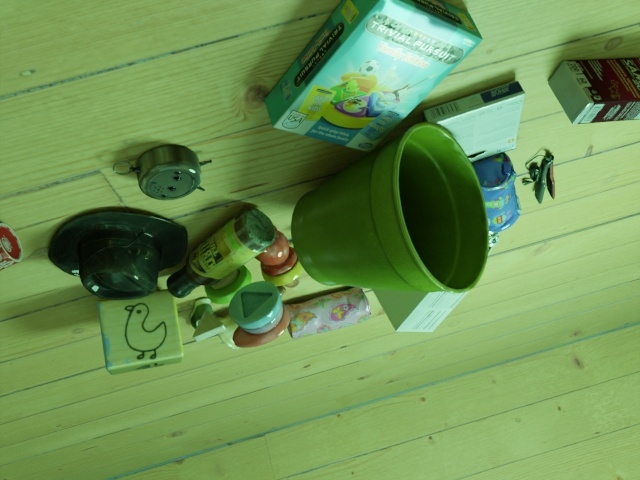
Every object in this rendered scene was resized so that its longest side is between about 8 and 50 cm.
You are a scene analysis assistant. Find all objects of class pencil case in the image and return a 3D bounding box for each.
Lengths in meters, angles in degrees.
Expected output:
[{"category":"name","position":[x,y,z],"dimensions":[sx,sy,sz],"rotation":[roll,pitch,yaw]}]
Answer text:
[{"category":"pencil case","position":[0.459,-0.126,1.731],"dimensions":[0.133,0.119,0.306],"rotation":[0,158,20]},{"category":"pencil case","position":[0.023,0.233,2.146],"dimensions":[0.284,0.124,0.124],"rotation":[-15,152,-6]}]

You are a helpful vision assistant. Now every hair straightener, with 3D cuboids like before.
[{"category":"hair straightener","position":[0.606,-0.168,1.817],"dimensions":[0.089,0.047,0.230],"rotation":[-21,152,6]}]

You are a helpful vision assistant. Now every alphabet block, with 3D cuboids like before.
[{"category":"alphabet block","position":[-0.483,0.249,1.773],"dimensions":[0.197,0.192,0.193],"rotation":[-9,169,-16]}]

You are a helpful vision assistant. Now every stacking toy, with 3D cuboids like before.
[{"category":"stacking toy","position":[-0.203,0.111,1.662],"dimensions":[0.280,0.308,0.130],"rotation":[-9,134,18]}]

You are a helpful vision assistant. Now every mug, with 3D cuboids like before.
[{"category":"mug","position":[-0.731,0.028,1.361],"dimensions":[0.169,0.113,0.150],"rotation":[-21,154,0]}]

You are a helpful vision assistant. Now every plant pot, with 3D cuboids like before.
[{"category":"plant pot","position":[0.133,-0.038,1.483],"dimensions":[0.353,0.366,0.367],"rotation":[-14,159,39]}]

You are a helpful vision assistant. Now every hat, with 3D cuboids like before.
[{"category":"hat","position":[-0.463,0.062,1.546],"dimensions":[0.332,0.133,0.331],"rotation":[-14,151,-8]}]

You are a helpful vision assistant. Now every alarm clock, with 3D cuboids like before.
[{"category":"alarm clock","position":[-0.328,-0.136,1.344],"dimensions":[0.192,0.064,0.129],"rotation":[6,144,-31]}]

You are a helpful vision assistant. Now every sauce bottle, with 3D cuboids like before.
[{"category":"sauce bottle","position":[-0.261,0.046,1.649],"dimensions":[0.344,0.111,0.111],"rotation":[-35,147,32]}]

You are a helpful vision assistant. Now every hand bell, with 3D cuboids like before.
[{"category":"hand bell","position":[-0.204,0.219,2.038],"dimensions":[0.242,0.126,0.126],"rotation":[-39,147,11]}]

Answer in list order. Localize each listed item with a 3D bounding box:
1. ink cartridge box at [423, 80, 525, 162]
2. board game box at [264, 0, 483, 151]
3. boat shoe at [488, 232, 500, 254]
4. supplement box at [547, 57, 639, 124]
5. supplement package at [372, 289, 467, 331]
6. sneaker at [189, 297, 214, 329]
[{"category":"ink cartridge box","position":[0.351,-0.256,1.519],"dimensions":[0.223,0.045,0.224],"rotation":[-17,153,2]},{"category":"board game box","position":[0.093,-0.317,1.229],"dimensions":[0.254,0.079,0.336],"rotation":[7,144,-38]},{"category":"boat shoe","position":[0.510,-0.023,1.984],"dimensions":[0.095,0.084,0.258],"rotation":[-15,152,-5]},{"category":"supplement box","position":[0.645,-0.333,1.454],"dimensions":[0.240,0.130,0.073],"rotation":[-8,150,-19]},{"category":"supplement package","position":[0.255,0.092,1.825],"dimensions":[0.145,0.261,0.204],"rotation":[7,131,-37]},{"category":"sneaker","position":[-0.358,0.252,1.994],"dimensions":[0.064,0.086,0.192],"rotation":[-7,151,-18]}]
